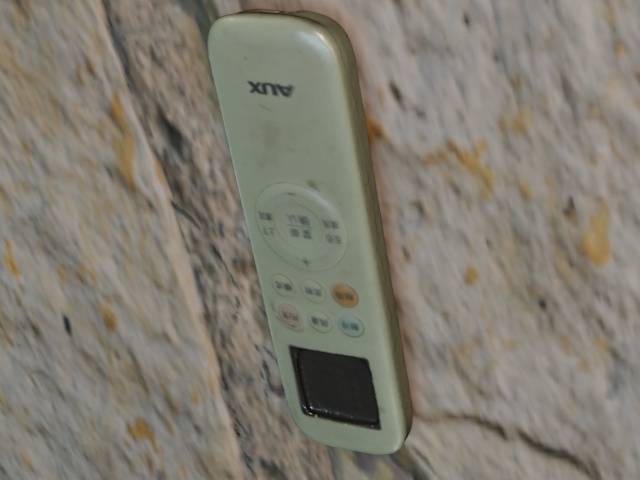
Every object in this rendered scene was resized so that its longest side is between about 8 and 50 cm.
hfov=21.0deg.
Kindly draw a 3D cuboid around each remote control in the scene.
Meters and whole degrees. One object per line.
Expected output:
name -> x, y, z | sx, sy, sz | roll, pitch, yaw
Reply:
remote control -> -0.001, 0.000, 1.043 | 0.090, 0.038, 0.309 | 7, 125, 26
